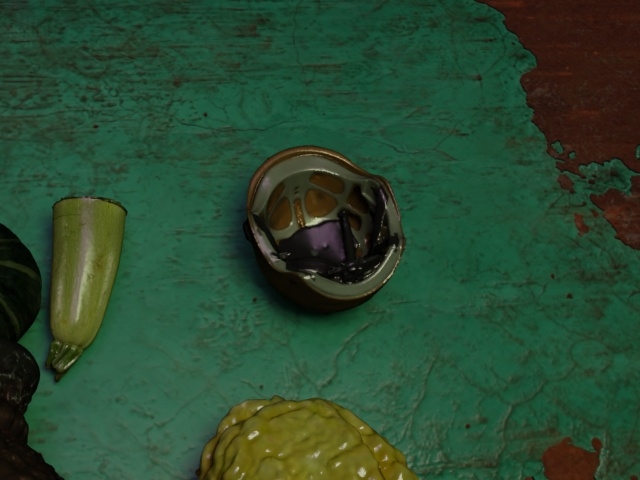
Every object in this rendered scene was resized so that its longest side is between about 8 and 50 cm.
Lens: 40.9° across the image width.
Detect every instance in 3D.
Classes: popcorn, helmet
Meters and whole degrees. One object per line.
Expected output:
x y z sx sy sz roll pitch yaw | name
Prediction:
-0.026 0.272 0.925 0.285 0.174 0.225 7 45 6 | popcorn
0.000 0.000 1.090 0.198 0.130 0.224 -15 56 -21 | helmet

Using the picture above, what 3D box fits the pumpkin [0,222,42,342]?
-0.428 0.058 0.976 0.211 0.152 0.212 11 60 -19 | pumpkin

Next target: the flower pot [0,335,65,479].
-0.368 0.246 0.839 0.266 0.267 0.267 -6 52 -13 | flower pot

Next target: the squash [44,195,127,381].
-0.298 0.061 1.045 0.094 0.094 0.224 6 70 -6 | squash
